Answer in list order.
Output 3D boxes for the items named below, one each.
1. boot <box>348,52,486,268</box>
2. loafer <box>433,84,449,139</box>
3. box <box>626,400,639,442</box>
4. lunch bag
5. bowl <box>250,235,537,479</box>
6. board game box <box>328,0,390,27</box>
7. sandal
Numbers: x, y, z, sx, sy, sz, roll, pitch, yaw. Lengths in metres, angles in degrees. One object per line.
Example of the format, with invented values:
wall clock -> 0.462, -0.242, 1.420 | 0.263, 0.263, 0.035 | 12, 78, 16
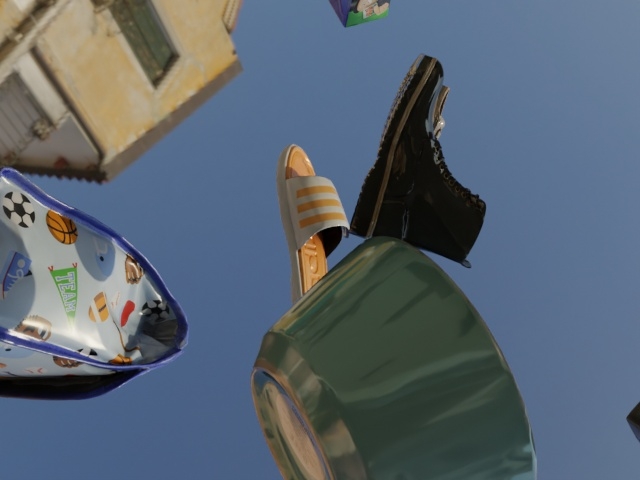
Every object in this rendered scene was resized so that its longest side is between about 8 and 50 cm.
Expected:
boot -> 0.124, -0.079, 0.814 | 0.136, 0.198, 0.077 | 19, -161, -1
loafer -> 0.179, -0.194, 1.233 | 0.039, 0.045, 0.125 | 7, -114, 1
box -> 0.556, 0.137, 0.769 | 0.395, 0.097, 0.318 | -45, -141, -6
lunch bag -> -0.416, 0.095, 1.094 | 0.327, 0.385, 0.239 | -5, -113, 28
bowl -> 0.043, 0.169, 0.769 | 0.163, 0.312, 0.311 | -23, -137, -22
board game box -> -0.016, -0.360, 0.627 | 0.046, 0.213, 0.317 | -21, -112, -17
sandal -> 0.005, 0.001, 1.042 | 0.076, 0.102, 0.266 | -10, -96, 25
